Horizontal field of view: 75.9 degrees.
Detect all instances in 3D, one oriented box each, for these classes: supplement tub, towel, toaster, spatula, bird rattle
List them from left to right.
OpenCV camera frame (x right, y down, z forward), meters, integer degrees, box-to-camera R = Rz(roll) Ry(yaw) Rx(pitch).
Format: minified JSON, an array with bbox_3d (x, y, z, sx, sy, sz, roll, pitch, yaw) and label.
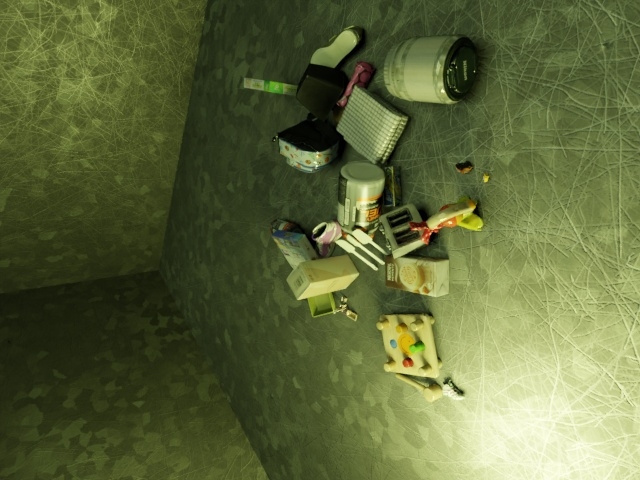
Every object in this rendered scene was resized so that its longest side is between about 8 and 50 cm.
[{"bbox_3d":[-0.191,-0.054,2.302,0.198,0.106,0.105,21,111,46],"label":"supplement tub"},{"bbox_3d":[0.170,-0.159,1.766,0.194,0.194,0.315,39,142,39],"label":"supplement tub"},{"bbox_3d":[0.204,0.045,1.799,0.168,0.242,0.019,-34,27,45],"label":"spatula"},{"bbox_3d":[0.219,-0.491,1.751,0.283,0.122,0.234,49,131,31],"label":"towel"},{"bbox_3d":[0.340,-0.038,1.638,0.186,0.110,0.167,-22,68,11],"label":"toaster"},{"bbox_3d":[0.444,-0.087,1.455,0.207,0.254,0.142,67,-170,-76],"label":"bird rattle"}]

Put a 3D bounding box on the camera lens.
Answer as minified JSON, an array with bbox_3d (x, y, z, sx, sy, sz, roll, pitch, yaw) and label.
[{"bbox_3d":[0.391,-0.603,1.450,0.274,0.220,0.219,25,115,45],"label":"camera lens"}]

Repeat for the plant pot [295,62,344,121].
[{"bbox_3d":[-0.011,-0.697,1.886,0.188,0.167,0.187,-53,23,41],"label":"plant pot"}]

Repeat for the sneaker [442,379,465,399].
[{"bbox_3d":[0.524,0.586,1.626,0.098,0.038,0.069,-2,95,49],"label":"sneaker"}]

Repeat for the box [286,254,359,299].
[{"bbox_3d":[0.015,0.169,1.939,0.121,0.312,0.148,59,135,25],"label":"box"}]

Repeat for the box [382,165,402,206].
[{"bbox_3d":[0.304,-0.227,1.739,0.059,0.054,0.168,1,96,49],"label":"box"}]

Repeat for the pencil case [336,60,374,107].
[{"bbox_3d":[0.151,-0.683,1.810,0.095,0.098,0.209,53,131,28],"label":"pencil case"}]

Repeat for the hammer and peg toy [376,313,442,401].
[{"bbox_3d":[0.370,0.488,1.720,0.266,0.128,0.360,-11,88,50],"label":"hammer and peg toy"}]

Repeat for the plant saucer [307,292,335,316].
[{"bbox_3d":[0.005,0.300,2.177,0.189,0.045,0.188,-26,76,49],"label":"plant saucer"}]

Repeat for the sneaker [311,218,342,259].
[{"bbox_3d":[0.000,-0.001,2.049,0.102,0.161,0.282,52,132,29],"label":"sneaker"}]

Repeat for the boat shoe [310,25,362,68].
[{"bbox_3d":[0.073,-0.870,1.877,0.109,0.091,0.305,50,146,-20],"label":"boat shoe"}]

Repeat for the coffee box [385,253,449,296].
[{"bbox_3d":[0.388,0.134,1.665,0.247,0.098,0.140,6,100,49],"label":"coffee box"}]

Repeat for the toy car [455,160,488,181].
[{"bbox_3d":[0.537,-0.237,1.468,0.122,0.060,0.040,54,164,38],"label":"toy car"}]

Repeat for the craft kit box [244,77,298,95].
[{"bbox_3d":[-0.224,-0.787,2.113,0.247,0.250,0.060,25,115,46],"label":"craft kit box"}]

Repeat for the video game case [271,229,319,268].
[{"bbox_3d":[-0.116,0.063,2.157,0.270,0.061,0.244,11,139,53],"label":"video game case"}]

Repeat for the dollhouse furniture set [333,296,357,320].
[{"bbox_3d":[0.123,0.344,2.019,0.114,0.081,0.090,25,115,45],"label":"dollhouse furniture set"}]

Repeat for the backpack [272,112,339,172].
[{"bbox_3d":[-0.045,-0.448,1.963,0.264,0.277,0.213,32,150,34],"label":"backpack"}]

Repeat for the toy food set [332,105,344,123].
[{"bbox_3d":[0.088,-0.600,1.954,0.083,0.020,0.082,10,103,48],"label":"toy food set"}]
